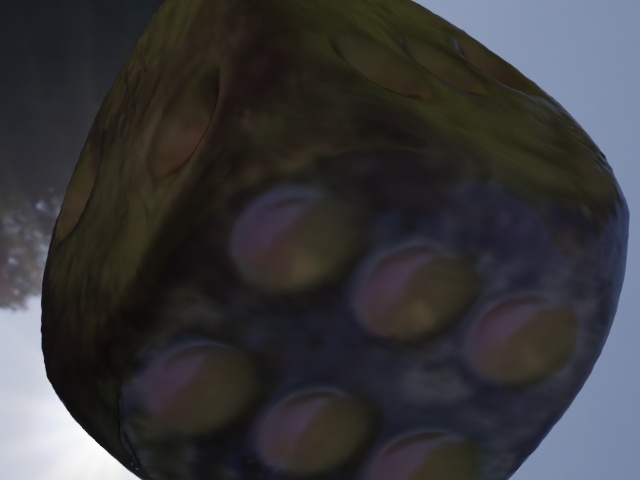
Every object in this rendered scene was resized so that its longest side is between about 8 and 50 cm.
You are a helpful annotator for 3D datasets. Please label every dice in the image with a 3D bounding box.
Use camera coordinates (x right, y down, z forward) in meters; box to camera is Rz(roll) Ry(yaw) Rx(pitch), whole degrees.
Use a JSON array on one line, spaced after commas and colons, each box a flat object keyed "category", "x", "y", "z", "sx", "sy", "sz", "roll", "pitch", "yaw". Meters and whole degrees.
[{"category": "dice", "x": 0.000, "y": 0.000, "z": 0.844, "sx": 0.270, "sy": 0.270, "sz": 0.271, "roll": -57, "pitch": -155, "yaw": 21}]
